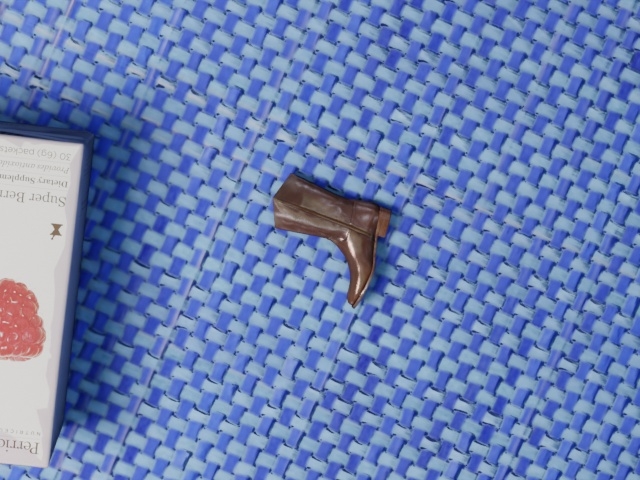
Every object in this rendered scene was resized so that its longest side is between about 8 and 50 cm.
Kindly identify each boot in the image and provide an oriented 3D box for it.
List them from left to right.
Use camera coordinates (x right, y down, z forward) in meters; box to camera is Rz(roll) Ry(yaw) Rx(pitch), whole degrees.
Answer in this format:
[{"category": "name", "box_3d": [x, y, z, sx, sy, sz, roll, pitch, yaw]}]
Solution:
[{"category": "boot", "box_3d": [0.000, 0.000, 1.789, 0.114, 0.037, 0.106, 18, 82, -8]}]

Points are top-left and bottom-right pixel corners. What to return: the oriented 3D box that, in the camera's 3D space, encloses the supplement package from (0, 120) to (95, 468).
[{"category": "supplement package", "box_3d": [-0.310, 0.040, 1.706, 0.177, 0.175, 0.293, 6, 97, -5]}]
